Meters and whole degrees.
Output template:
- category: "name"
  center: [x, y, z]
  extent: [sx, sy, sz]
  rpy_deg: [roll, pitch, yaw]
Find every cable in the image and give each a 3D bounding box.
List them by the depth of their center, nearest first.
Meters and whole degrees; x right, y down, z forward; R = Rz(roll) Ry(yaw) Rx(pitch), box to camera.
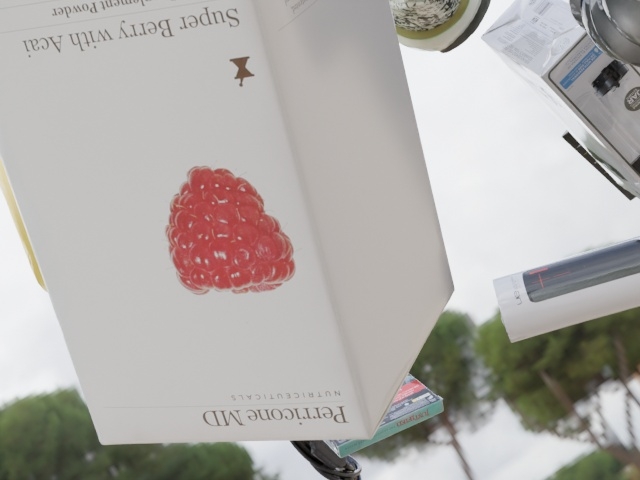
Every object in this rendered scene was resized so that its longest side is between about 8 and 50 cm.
- category: "cable"
  center: [-0.020, 0.255, 1.859]
  extent: [0.047, 0.150, 0.184]
  rpy_deg: [-55, -47, -8]

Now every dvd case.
- category: "dvd case"
  center: [0.028, 0.118, 1.110]
  extent: [0.087, 0.013, 0.119]
  rpy_deg: [-23, 25, -16]

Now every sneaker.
- category: "sneaker"
  center: [0.007, -0.371, 1.638]
  extent: [0.158, 0.410, 0.182]
  rpy_deg: [-55, -11, 8]

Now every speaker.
- category: "speaker"
  center: [0.207, 0.038, 1.172]
  extent: [0.136, 0.055, 0.055]
  rpy_deg: [-16, -14, 10]

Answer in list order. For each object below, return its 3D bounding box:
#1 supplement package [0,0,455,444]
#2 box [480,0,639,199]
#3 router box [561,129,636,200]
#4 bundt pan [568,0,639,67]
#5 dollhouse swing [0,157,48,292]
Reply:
- category: "supplement package"
  center: [-0.055, -0.053, 0.826]
  extent: [0.177, 0.293, 0.175]
  rpy_deg: [-5, 24, 24]
- category: "box"
  center: [0.331, -0.151, 1.695]
  extent: [0.087, 0.169, 0.290]
  rpy_deg: [-47, -60, 4]
- category: "router box"
  center: [0.422, -0.142, 1.954]
  extent: [0.046, 0.133, 0.179]
  rpy_deg: [-50, 6, -33]
- category: "bundt pan"
  center: [0.272, -0.292, 1.249]
  extent: [0.124, 0.331, 0.331]
  rpy_deg: [-10, -19, -2]
- category: "dollhouse swing"
  center: [-0.184, -0.079, 1.510]
  extent: [0.347, 0.315, 0.305]
  rpy_deg: [-21, 1, -36]
